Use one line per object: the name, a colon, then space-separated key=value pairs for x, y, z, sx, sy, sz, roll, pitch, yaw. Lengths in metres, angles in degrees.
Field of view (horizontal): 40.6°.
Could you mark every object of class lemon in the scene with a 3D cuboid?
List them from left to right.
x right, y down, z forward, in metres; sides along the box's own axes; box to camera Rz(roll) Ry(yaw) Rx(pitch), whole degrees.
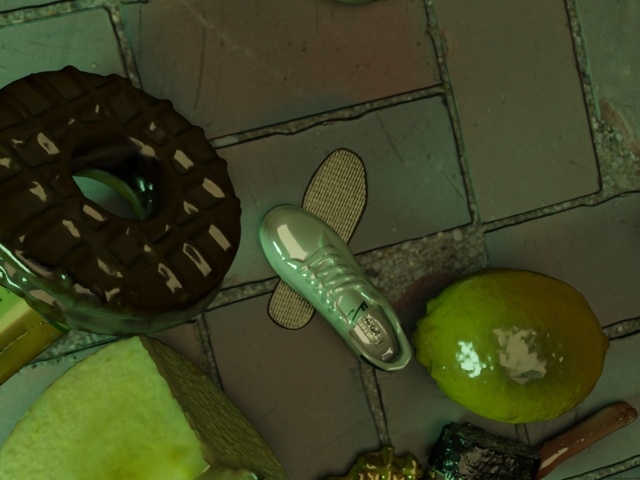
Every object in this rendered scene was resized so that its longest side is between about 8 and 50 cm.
lemon: x=0.244 y=0.134 z=1.109 sx=0.260 sy=0.204 sz=0.204 roll=5 pitch=94 yaw=-5

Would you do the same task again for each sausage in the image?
sausage: x=0.368 y=0.282 z=1.234 sx=0.186 sy=0.043 sz=0.043 roll=-28 pitch=100 yaw=-10

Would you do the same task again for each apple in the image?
apple: x=-0.225 y=0.305 z=1.001 sx=0.309 sy=0.252 sz=0.314 roll=-42 pitch=100 yaw=6

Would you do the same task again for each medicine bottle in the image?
medicine bottle: x=-0.339 y=0.070 z=1.020 sx=0.239 sy=0.124 sz=0.124 roll=-38 pitch=101 yaw=-8

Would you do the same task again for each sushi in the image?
sushi: x=0.225 y=0.303 z=1.179 sx=0.150 sy=0.090 sz=0.078 roll=19 pitch=94 yaw=-15

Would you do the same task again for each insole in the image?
insole: x=0.000 y=0.000 z=1.146 sx=0.086 sy=0.005 sz=0.253 roll=21 pitch=90 yaw=-13

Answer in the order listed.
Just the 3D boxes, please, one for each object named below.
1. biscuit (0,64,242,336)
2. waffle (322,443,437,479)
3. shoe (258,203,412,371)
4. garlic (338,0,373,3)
biscuit: x=-0.234 y=-0.046 z=0.959 sx=0.332 sy=0.332 sz=0.103 roll=39 pitch=130 yaw=-13
waffle: x=0.080 y=0.416 z=1.177 sx=0.245 sy=0.052 sz=0.254 roll=-35 pitch=100 yaw=-9
shoe: x=0.029 y=0.063 z=1.101 sx=0.095 sy=0.110 sz=0.265 roll=-42 pitch=107 yaw=-7
garlic: x=0.013 y=-0.366 z=1.075 sx=0.115 sy=0.128 sz=0.206 roll=-29 pitch=109 yaw=15
